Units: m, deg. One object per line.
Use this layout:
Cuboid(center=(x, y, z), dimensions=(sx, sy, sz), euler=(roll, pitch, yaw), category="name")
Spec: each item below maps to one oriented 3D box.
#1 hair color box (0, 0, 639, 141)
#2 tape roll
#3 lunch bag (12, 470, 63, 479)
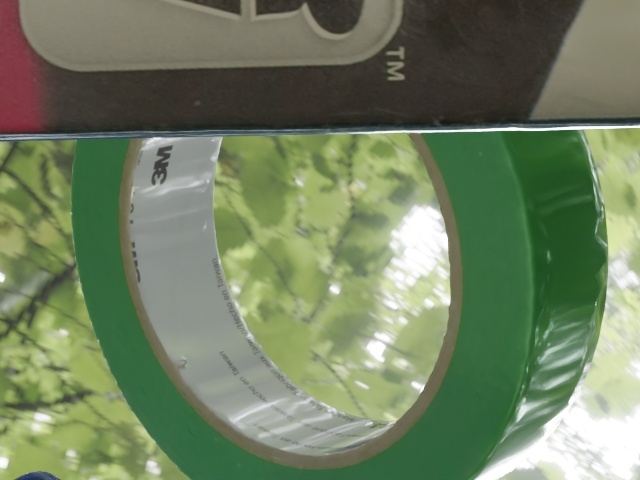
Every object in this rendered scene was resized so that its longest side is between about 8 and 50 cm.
Cuboid(center=(0.058, -0.109, 0.345), dimensions=(0.347, 0.105, 0.174), euler=(-2, -84, 1), category="hair color box")
Cuboid(center=(0.000, 0.000, 1.013), dimensions=(0.321, 0.077, 0.321), euler=(11, -72, 37), category="tape roll")
Cuboid(center=(-0.137, 0.253, 0.862), dimensions=(0.243, 0.115, 0.303), euler=(-45, -145, -15), category="lunch bag")
